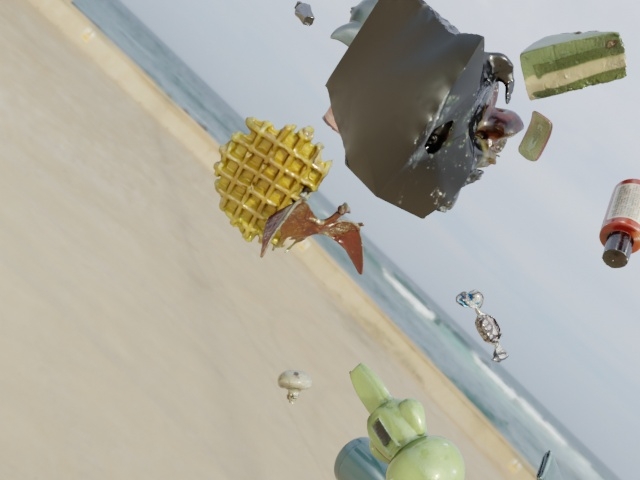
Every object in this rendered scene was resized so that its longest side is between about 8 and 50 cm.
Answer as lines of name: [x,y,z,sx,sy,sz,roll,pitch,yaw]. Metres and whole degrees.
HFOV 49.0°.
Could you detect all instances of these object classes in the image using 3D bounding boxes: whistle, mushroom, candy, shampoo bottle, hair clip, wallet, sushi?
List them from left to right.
mushroom: [-0.064,0.355,1.702,0.085,0.079,0.085,6,-16,2]
shampoo bottle: [-0.043,-0.598,1.842,0.027,0.048,0.137,59,8,-37]
whistle: [0.151,0.335,1.195,0.141,0.141,0.294,41,17,-42]
sushi: [0.144,-0.165,0.917,0.212,0.215,0.227,24,18,-36]
candy: [0.452,0.237,1.946,0.226,0.094,0.051,57,-29,-2]
hair clip: [0.460,-0.223,1.499,0.054,0.022,0.137,38,-26,22]
wallet: [0.469,0.502,1.419,0.088,0.026,0.129,-46,115,-51]
shampoo bottle: [0.759,-0.038,1.750,0.104,0.278,0.104,20,-43,19]

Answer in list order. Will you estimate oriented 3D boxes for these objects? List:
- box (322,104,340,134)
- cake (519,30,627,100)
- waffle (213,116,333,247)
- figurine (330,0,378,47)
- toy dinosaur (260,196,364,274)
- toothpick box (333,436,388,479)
box: [0.090,-0.380,2.078,0.151,0.135,0.151,30,27,-17]
cake: [0.714,-0.501,2.022,0.283,0.172,0.158,19,-45,61]
waffle: [-0.104,-0.125,1.555,0.065,0.283,0.309,-74,151,-65]
figurine: [0.155,-0.388,1.436,0.265,0.193,0.140,40,-11,14]
toy dinosaur: [-0.004,0.005,1.488,0.327,0.207,0.113,62,11,-67]
toothpick box: [0.121,0.502,1.459,0.120,0.120,0.184,42,-8,-35]
